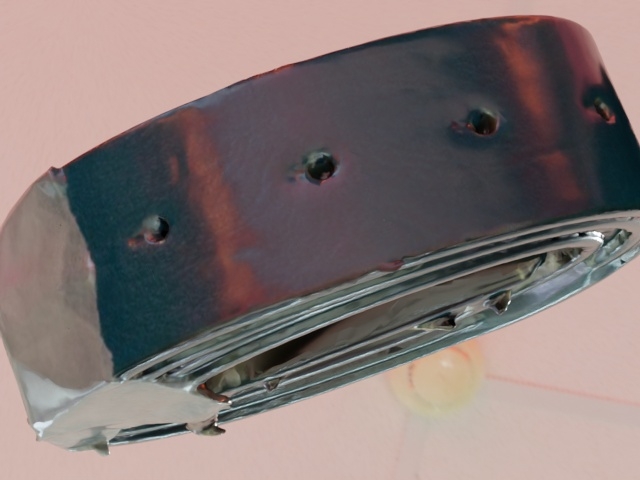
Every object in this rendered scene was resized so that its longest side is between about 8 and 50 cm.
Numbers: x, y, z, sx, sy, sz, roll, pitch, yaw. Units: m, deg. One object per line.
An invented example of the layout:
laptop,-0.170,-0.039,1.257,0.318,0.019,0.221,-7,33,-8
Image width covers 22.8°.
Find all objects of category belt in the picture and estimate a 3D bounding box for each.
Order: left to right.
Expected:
belt,0.001,-0.001,1.037,0.437,0.300,0.173,-22,-106,-5
